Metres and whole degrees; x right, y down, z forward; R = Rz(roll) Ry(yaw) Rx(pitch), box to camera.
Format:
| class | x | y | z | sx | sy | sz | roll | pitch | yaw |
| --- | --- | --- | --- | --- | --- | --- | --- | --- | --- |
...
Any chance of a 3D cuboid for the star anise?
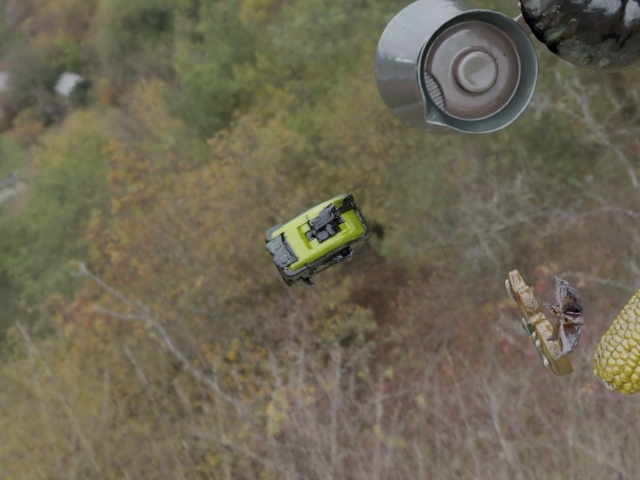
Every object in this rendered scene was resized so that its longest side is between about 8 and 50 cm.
| class | x | y | z | sx | sy | sz | roll | pitch | yaw |
| --- | --- | --- | --- | --- | --- | --- | --- | --- | --- |
| star anise | 0.401 | 0.127 | 1.781 | 0.042 | 0.141 | 0.141 | 3 | 28 | -6 |

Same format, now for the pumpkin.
| class | x | y | z | sx | sy | sz | roll | pitch | yaw |
| --- | --- | --- | --- | --- | --- | --- | --- | --- | --- |
| pumpkin | 0.426 | -0.389 | 1.550 | 0.295 | 0.296 | 0.296 | -19 | 28 | 10 |

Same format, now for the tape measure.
| class | x | y | z | sx | sy | sz | roll | pitch | yaw |
| --- | --- | --- | --- | --- | --- | --- | --- | --- | --- |
| tape measure | 0.000 | 0.000 | 1.935 | 0.186 | 0.112 | 0.199 | -33 | -7 | -3 |

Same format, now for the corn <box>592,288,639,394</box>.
| class | x | y | z | sx | sy | sz | roll | pitch | yaw |
| --- | --- | --- | --- | --- | --- | --- | --- | --- | --- |
| corn | 0.448 | 0.090 | 1.423 | 0.260 | 0.091 | 0.091 | -61 | 1 | 19 |

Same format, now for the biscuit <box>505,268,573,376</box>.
| class | x | y | z | sx | sy | sz | roll | pitch | yaw |
| --- | --- | --- | --- | --- | --- | --- | --- | --- | --- |
| biscuit | 0.411 | 0.167 | 2.070 | 0.049 | 0.197 | 0.301 | -29 | 18 | 6 |

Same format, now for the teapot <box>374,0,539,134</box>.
| class | x | y | z | sx | sy | sz | roll | pitch | yaw |
| --- | --- | --- | --- | --- | --- | --- | --- | --- | --- |
| teapot | 0.254 | -0.312 | 1.898 | 0.300 | 0.253 | 0.344 | -41 | 13 | 3 |
